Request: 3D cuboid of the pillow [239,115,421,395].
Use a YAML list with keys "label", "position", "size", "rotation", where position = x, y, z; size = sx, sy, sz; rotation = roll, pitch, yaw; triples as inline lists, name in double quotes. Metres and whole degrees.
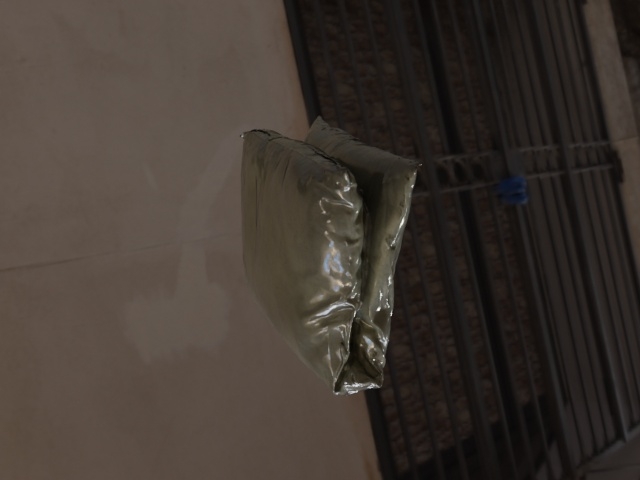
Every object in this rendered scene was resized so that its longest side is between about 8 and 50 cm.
- label: "pillow"
  position: [0.000, 0.000, 0.431]
  size: [0.077, 0.134, 0.181]
  rotation: [1, -166, -18]
